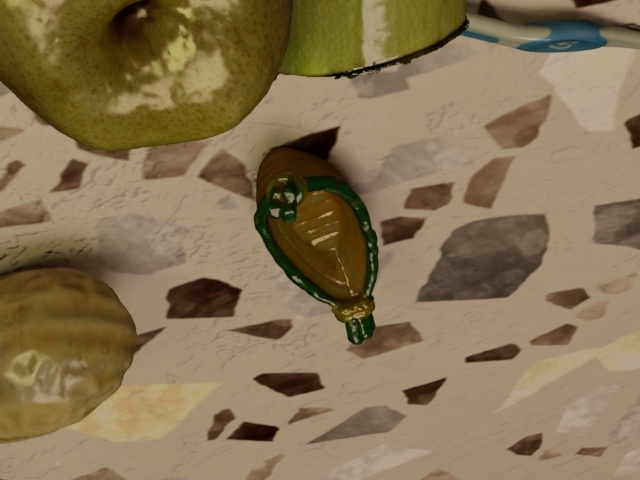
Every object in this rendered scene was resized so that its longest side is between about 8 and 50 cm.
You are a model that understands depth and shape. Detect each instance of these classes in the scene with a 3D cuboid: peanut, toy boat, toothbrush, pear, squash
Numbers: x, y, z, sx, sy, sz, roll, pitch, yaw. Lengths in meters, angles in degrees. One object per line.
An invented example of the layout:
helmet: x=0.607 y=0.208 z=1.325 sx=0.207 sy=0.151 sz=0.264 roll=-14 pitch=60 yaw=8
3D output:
peanut: x=-0.300 y=0.118 z=1.384 sx=0.325 sy=0.140 sz=0.153 roll=-25 pitch=162 yaw=23
toy boat: x=0.000 y=0.000 z=1.338 sx=0.089 sy=0.088 sz=0.229 roll=-19 pitch=146 yaw=10
toothbrush: x=0.170 y=-0.154 z=1.215 sx=0.386 sy=0.040 sz=0.040 roll=10 pitch=142 yaw=-24
pear: x=-0.121 y=-0.167 z=0.950 sx=0.188 sy=0.211 sz=0.228 roll=-36 pitch=131 yaw=8
squash: x=0.036 y=-0.213 z=0.993 sx=0.137 sy=0.137 sz=0.287 roll=-6 pitch=137 yaw=-9
